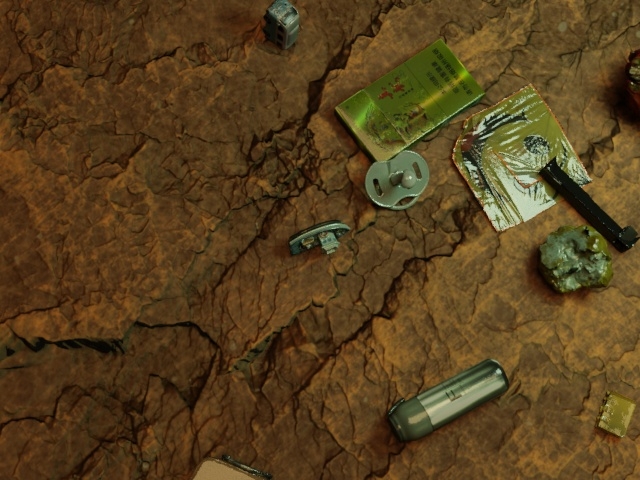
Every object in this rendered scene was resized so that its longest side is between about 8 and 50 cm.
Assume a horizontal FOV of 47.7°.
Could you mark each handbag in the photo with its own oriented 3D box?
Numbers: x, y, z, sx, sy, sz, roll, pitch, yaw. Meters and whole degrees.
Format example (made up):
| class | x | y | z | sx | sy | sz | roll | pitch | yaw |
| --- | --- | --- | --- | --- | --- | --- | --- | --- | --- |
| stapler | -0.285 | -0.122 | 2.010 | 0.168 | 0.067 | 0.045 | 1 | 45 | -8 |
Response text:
| class | x | y | z | sx | sy | sz | roll | pitch | yaw |
| --- | --- | --- | --- | --- | --- | --- | --- | --- | --- |
| handbag | 0.612 | 0.360 | 1.501 | 0.061 | 0.027 | 0.083 | 27 | 76 | 4 |
| handbag | -0.167 | 0.504 | 1.395 | 0.193 | 0.072 | 0.151 | 25 | 74 | 5 |

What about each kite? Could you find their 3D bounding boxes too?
| class | x | y | z | sx | sy | sz | roll | pitch | yaw |
| --- | --- | --- | --- | --- | --- | --- | --- | --- | --- |
| kite | 0.466 | -0.185 | 1.649 | 0.327 | 0.013 | 0.378 | 19 | 75 | 1 |

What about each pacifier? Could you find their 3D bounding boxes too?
| class | x | y | z | sx | sy | sz | roll | pitch | yaw |
| --- | --- | --- | --- | --- | --- | --- | --- | --- | --- |
| pacifier | 0.175 | -0.125 | 1.569 | 0.150 | 0.116 | 0.127 | -16 | 102 | -11 |

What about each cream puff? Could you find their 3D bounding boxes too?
| class | x | y | z | sx | sy | sz | roll | pitch | yaw |
| --- | --- | --- | --- | --- | --- | --- | --- | --- | --- |
| cream puff | 0.548 | 0.044 | 1.546 | 0.156 | 0.156 | 0.121 | 9 | 32 | -1 |

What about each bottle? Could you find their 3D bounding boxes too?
| class | x | y | z | sx | sy | sz | roll | pitch | yaw |
| --- | --- | --- | --- | --- | --- | --- | --- | --- | --- |
| bottle | 0.255 | 0.321 | 1.469 | 0.253 | 0.080 | 0.096 | -26 | 40 | -10 |

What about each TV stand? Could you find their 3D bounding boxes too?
| class | x | y | z | sx | sy | sz | roll | pitch | yaw |
| --- | --- | --- | --- | --- | --- | --- | --- | --- | --- |
| TV stand | 0.600 | -0.082 | 1.612 | 0.049 | 0.040 | 0.256 | -42 | 82 | -13 |

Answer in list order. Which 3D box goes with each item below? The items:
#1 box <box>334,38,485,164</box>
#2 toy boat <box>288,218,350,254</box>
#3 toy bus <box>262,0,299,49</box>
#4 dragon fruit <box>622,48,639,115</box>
| class | x | y | z | sx | sy | sz | roll | pitch | yaw |
| --- | --- | --- | --- | --- | --- | --- | --- | --- | --- |
| box | 0.204 | -0.313 | 1.655 | 0.311 | 0.043 | 0.173 | -34 | 80 | -11 |
| toy boat | 0.000 | 0.000 | 1.548 | 0.140 | 0.059 | 0.066 | -22 | 65 | -10 |
| toy bus | -0.086 | -0.493 | 1.649 | 0.075 | 0.123 | 0.060 | 41 | 76 | 4 |
| dragon fruit | 0.836 | -0.354 | 1.613 | 0.314 | 0.250 | 0.251 | -17 | 76 | 8 |
